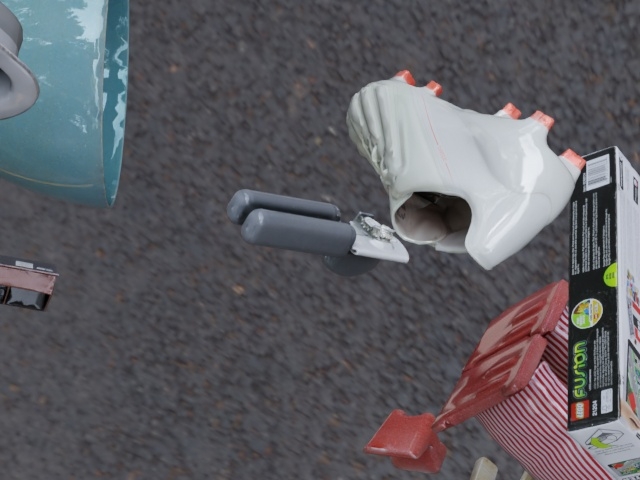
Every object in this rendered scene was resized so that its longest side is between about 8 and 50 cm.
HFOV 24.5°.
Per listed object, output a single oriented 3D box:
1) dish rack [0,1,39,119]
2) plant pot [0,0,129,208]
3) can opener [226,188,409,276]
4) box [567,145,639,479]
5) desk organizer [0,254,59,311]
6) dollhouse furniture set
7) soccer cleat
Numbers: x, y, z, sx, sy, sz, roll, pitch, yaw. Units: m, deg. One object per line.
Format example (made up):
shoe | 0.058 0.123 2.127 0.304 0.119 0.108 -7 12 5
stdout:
dish rack | -0.341 -0.155 0.806 0.286 0.333 0.072 -7 64 24
plant pot | -0.309 -0.182 1.539 0.195 0.290 0.290 2 72 -3
can opener | 0.000 0.000 1.773 0.093 0.280 0.074 -55 51 19
box | 0.199 0.054 0.939 0.036 0.114 0.207 -19 46 31
desk organizer | -0.329 0.041 1.458 0.130 0.047 0.050 11 98 -14
dollhouse furniture set | 0.163 0.216 1.410 0.201 0.374 0.152 42 49 -8
soccer cleat | 0.052 -0.036 0.736 0.076 0.068 0.196 -48 26 -9
